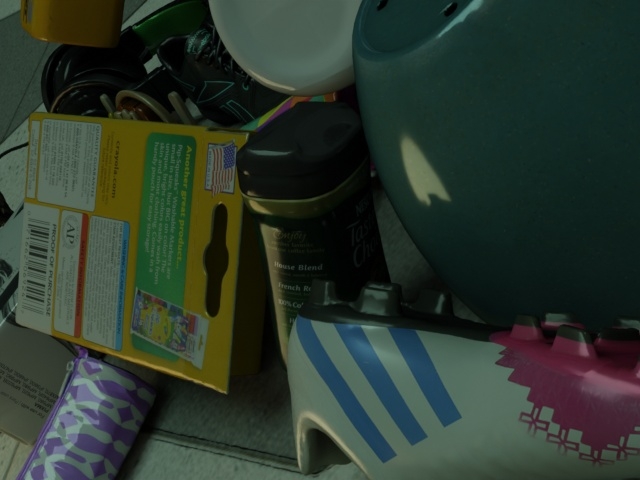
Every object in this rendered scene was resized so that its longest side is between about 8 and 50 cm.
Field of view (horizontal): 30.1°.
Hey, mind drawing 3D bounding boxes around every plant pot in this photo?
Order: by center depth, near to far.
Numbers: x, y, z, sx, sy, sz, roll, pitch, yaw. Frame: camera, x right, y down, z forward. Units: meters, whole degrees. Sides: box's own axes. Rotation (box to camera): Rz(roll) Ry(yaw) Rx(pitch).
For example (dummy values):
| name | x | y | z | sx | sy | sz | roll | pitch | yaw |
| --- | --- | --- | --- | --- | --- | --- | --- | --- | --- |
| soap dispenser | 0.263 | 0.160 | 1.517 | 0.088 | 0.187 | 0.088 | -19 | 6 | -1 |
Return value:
| name | x | y | z | sx | sy | sz | roll | pitch | yaw |
| --- | --- | --- | --- | --- | --- | --- | --- | --- | --- |
| plant pot | 0.134 | -0.109 | 0.755 | 0.290 | 0.195 | 0.290 | -36 | 33 | 28 |

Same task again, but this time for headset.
| name | x | y | z | sx | sy | sz | roll | pitch | yaw |
| --- | --- | --- | --- | --- | --- | --- | --- | --- | --- |
| headset | -0.257 | -0.149 | 1.470 | 0.394 | 0.185 | 0.243 | -36 | 28 | 0 |

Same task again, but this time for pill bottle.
| name | x | y | z | sx | sy | sz | roll | pitch | yaw |
| --- | --- | --- | --- | --- | --- | --- | --- | --- | --- |
| pill bottle | 0.042 | -0.213 | 0.942 | 0.153 | 0.153 | 0.264 | -29 | 1 | 36 |

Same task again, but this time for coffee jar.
| name | x | y | z | sx | sy | sz | roll | pitch | yaw |
| --- | --- | --- | --- | --- | --- | --- | --- | --- | --- |
| coffee jar | 0.000 | 0.000 | 0.827 | 0.079 | 0.184 | 0.096 | 4 | 32 | 28 |

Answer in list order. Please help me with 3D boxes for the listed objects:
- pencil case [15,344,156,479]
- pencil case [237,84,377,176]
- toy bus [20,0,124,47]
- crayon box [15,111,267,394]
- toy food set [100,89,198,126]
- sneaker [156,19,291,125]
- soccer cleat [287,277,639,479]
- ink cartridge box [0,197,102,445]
| name | x | y | z | sx | sy | sz | roll | pitch | yaw |
| --- | --- | --- | --- | --- | --- | --- | --- | --- | --- |
| pencil case | -0.223 | 0.197 | 1.050 | 0.086 | 0.088 | 0.206 | -7 | 54 | 55 |
| pencil case | -0.025 | -0.069 | 1.043 | 0.236 | 0.104 | 0.104 | -26 | 39 | 41 |
| toy bus | -0.274 | -0.399 | 1.364 | 0.130 | 0.108 | 0.333 | -140 | 56 | -61 |
| crayon box | -0.142 | 0.000 | 1.026 | 0.323 | 0.083 | 0.203 | 10 | 97 | 47 |
| toy food set | -0.180 | -0.101 | 1.273 | 0.038 | 0.132 | 0.192 | -42 | 25 | -24 |
| sneaker | -0.085 | -0.172 | 1.236 | 0.267 | 0.106 | 0.101 | 8 | 63 | 56 |
| soccer cleat | 0.105 | 0.107 | 0.675 | 0.331 | 0.116 | 0.143 | 8 | 94 | 50 |
| ink cartridge box | -0.290 | 0.051 | 1.276 | 0.273 | 0.114 | 0.197 | -53 | 30 | 0 |
